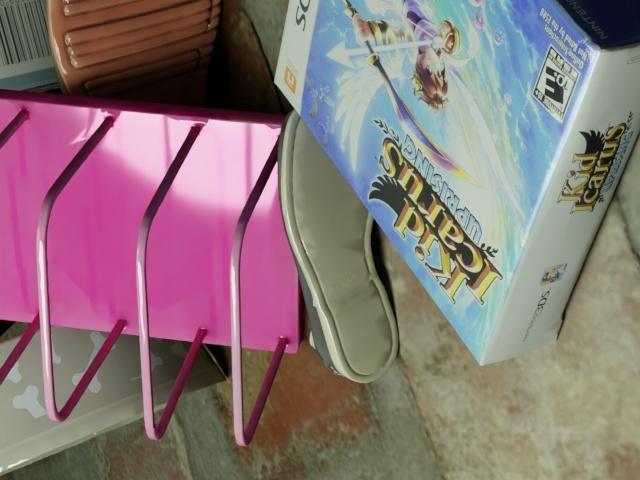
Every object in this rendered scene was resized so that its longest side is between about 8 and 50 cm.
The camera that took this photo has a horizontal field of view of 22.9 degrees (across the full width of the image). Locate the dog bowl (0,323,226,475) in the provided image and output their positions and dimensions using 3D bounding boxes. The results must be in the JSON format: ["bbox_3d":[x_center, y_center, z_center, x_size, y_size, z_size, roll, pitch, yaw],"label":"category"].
[{"bbox_3d":[-0.263,0.148,1.428,0.349,0.348,0.102,-31,80,63],"label":"dog bowl"}]

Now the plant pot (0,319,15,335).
[{"bbox_3d":[-0.428,0.021,1.521,0.267,0.236,0.267,33,164,2],"label":"plant pot"}]

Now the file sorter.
[{"bbox_3d":[-0.172,0.023,1.166,0.182,0.290,0.202,-69,-18,-59],"label":"file sorter"}]

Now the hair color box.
[{"bbox_3d":[-0.361,-0.186,1.598,0.374,0.185,0.114,0,105,64],"label":"hair color box"}]

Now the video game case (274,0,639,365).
[{"bbox_3d":[0.073,-0.105,0.923,0.269,0.061,0.244,55,149,34],"label":"video game case"}]

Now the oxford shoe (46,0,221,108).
[{"bbox_3d":[-0.163,-0.149,1.286,0.146,0.140,0.397,-142,44,-59],"label":"oxford shoe"}]

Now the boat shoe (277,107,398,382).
[{"bbox_3d":[0.000,0.000,1.112,0.065,0.075,0.206,14,121,57],"label":"boat shoe"}]
